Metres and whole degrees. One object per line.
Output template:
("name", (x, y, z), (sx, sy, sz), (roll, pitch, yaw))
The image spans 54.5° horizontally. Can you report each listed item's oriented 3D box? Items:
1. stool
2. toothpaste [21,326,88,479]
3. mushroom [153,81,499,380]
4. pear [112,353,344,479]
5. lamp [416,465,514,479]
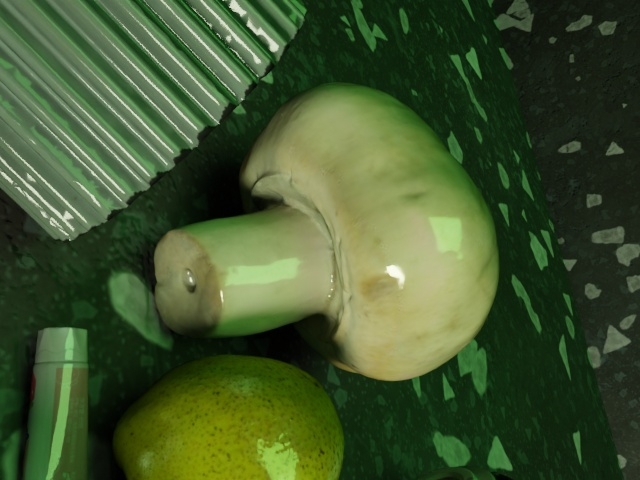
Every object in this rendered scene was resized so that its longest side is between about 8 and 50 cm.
("stool", (-0.225, -0.215, 0.484), (0.330, 0.297, 0.297), (47, 38, -24))
("toothpaste", (-0.213, 0.170, 0.505), (0.067, 0.043, 0.194), (19, 62, -53))
("mushroom", (0.032, -0.007, 0.703), (0.353, 0.325, 0.352), (26, 58, -53))
("pear", (-0.079, 0.194, 0.553), (0.198, 0.198, 0.198), (33, 47, -44))
("lamp", (0.213, 0.441, 0.829), (0.374, 0.205, 0.272), (2, 75, -45))
